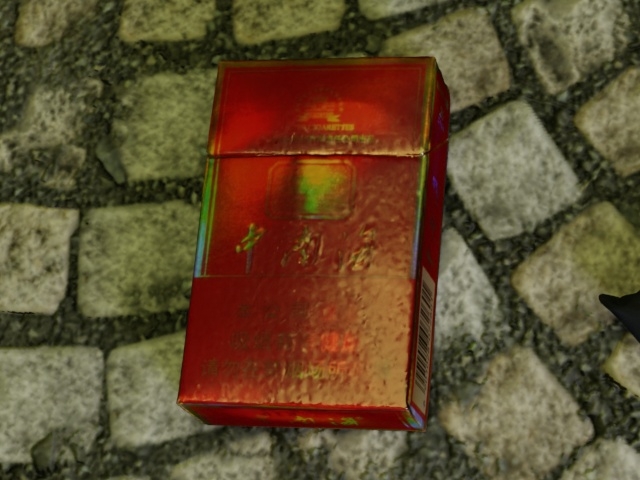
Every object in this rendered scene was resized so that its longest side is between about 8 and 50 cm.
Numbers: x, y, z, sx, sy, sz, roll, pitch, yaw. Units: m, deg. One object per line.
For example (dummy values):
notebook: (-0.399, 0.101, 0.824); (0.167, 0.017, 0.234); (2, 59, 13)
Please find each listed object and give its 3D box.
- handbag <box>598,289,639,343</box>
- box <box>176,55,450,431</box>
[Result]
handbag: (0.373, 0.075, 1.426); (0.211, 0.088, 0.254); (-37, 62, 2)
box: (-0.001, 0.001, 1.553); (0.197, 0.089, 0.313); (0, 70, 16)
